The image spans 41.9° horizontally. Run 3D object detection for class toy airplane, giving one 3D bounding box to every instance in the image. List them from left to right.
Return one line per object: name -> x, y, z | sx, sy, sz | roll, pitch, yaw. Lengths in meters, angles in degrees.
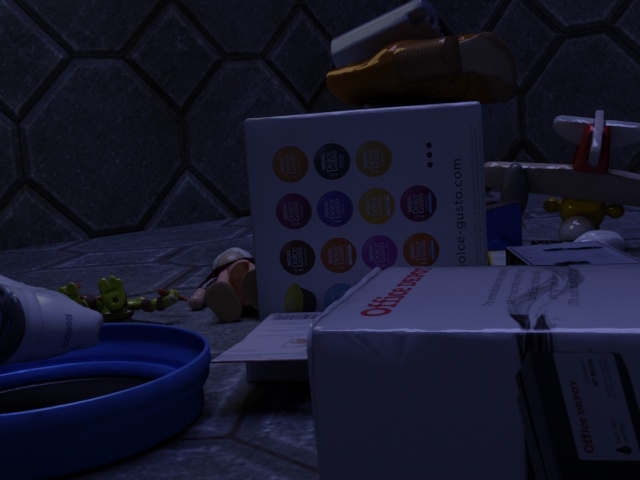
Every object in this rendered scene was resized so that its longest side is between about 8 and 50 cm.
toy airplane -> 0.607, -0.108, 1.902 | 0.384, 0.272, 0.386 | 27, -24, -27

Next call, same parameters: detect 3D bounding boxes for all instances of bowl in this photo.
bowl -> -0.318, 0.173, 0.944 | 0.391, 0.077, 0.391 | -4, 7, 0

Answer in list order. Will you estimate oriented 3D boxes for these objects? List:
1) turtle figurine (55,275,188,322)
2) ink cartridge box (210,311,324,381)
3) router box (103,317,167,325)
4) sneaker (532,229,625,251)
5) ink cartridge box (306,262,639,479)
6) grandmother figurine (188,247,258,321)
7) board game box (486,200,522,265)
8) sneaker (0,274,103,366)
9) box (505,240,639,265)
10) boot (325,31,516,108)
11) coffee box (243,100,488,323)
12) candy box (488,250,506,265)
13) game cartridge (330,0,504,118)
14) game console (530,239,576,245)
turtle figurine -> -0.375, 0.112, 1.428 | 0.269, 0.087, 0.217 | 3, -8, 2
ink cartridge box -> 0.047, 0.140, 1.026 | 0.296, 0.066, 0.261 | -3, 7, 14
router box -> -0.307, 0.150, 1.284 | 0.122, 0.038, 0.092 | 1, 8, 40
sneaker -> 0.505, 0.039, 1.621 | 0.212, 0.080, 0.094 | -12, 20, -9
ink cartridge box -> 0.217, 0.116, 0.693 | 0.395, 0.166, 0.285 | -1, 7, 17
grandmother figurine -> -0.155, 0.069, 1.597 | 0.208, 0.104, 0.342 | -11, 8, -10
board game box -> 0.250, -0.004, 1.783 | 0.291, 0.141, 0.232 | 1, 9, 36
sneaker -> -0.360, 0.096, 0.977 | 0.129, 0.111, 0.297 | 10, 0, -39
box -> 0.405, 0.064, 1.343 | 0.169, 0.087, 0.290 | -4, 7, 3
boot -> 0.160, -0.255, 1.292 | 0.211, 0.104, 0.295 | -6, -2, 37
coffee box -> 0.076, -0.035, 1.320 | 0.334, 0.337, 0.338 | -3, 7, 5
candy box -> 0.417, 0.051, 1.539 | 0.206, 0.027, 0.105 | -3, 31, 6
game cartridge -> 0.158, -0.275, 1.408 | 0.198, 0.062, 0.297 | -15, -32, 32
game console -> 0.522, 0.037, 1.819 | 0.122, 0.071, 0.107 | -2, 37, 26
